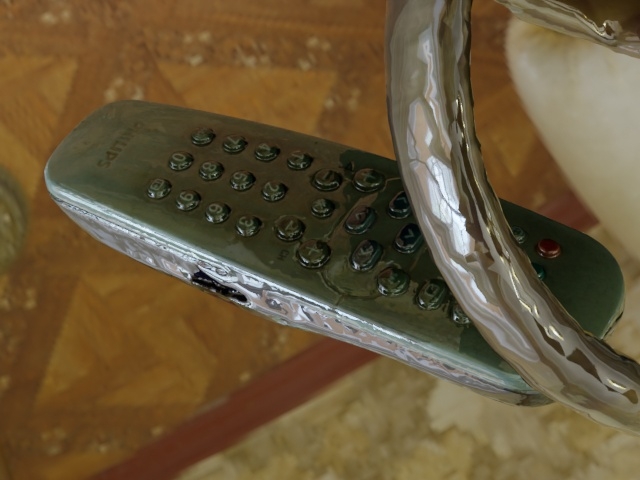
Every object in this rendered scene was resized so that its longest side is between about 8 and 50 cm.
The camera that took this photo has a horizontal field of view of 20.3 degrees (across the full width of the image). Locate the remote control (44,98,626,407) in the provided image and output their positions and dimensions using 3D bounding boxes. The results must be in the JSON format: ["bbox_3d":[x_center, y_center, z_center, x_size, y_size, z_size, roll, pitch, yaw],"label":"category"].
[{"bbox_3d":[0.000,0.000,0.637,0.072,0.222,0.042,-53,150,-33],"label":"remote control"}]

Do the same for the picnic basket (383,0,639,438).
[{"bbox_3d":[0.139,-0.085,0.582,0.293,0.337,0.337,26,116,-38],"label":"picnic basket"}]
